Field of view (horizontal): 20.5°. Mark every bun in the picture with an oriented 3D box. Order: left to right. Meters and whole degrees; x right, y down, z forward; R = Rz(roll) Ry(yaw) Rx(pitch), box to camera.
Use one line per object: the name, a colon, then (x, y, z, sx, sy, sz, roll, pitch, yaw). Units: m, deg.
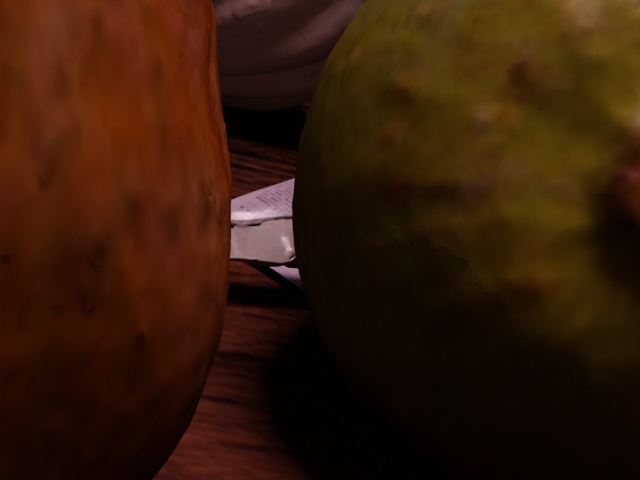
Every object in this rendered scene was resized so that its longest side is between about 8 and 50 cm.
bun: (-0.099, -0.175, 1.123, 0.263, 0.175, 0.263, 47, -14, 15)

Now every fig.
fig: (0.109, -0.014, 0.743, 0.258, 0.258, 0.326, 19, -3, -12)

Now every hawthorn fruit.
hawthorn fruit: (-0.148, -0.046, 0.382, 0.277, 0.298, 0.277, 11, 8, -2)

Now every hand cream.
hand cream: (0.003, -0.009, 0.935, 0.084, 0.053, 0.142, 30, 33, 28)

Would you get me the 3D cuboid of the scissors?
scissors: (0.000, 0.000, 0.855, 0.300, 0.022, 0.109, 3, 55, -46)
